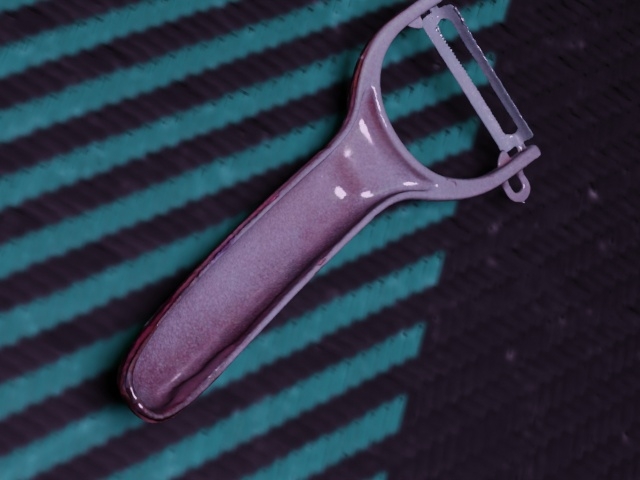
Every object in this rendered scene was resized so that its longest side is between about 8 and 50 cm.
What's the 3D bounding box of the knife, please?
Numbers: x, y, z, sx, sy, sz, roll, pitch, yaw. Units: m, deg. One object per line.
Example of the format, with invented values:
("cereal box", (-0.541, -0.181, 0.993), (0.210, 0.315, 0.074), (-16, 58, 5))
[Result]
("knife", (-0.001, 0.001, 0.802), (0.278, 0.053, 0.123), (-43, 104, -30))
